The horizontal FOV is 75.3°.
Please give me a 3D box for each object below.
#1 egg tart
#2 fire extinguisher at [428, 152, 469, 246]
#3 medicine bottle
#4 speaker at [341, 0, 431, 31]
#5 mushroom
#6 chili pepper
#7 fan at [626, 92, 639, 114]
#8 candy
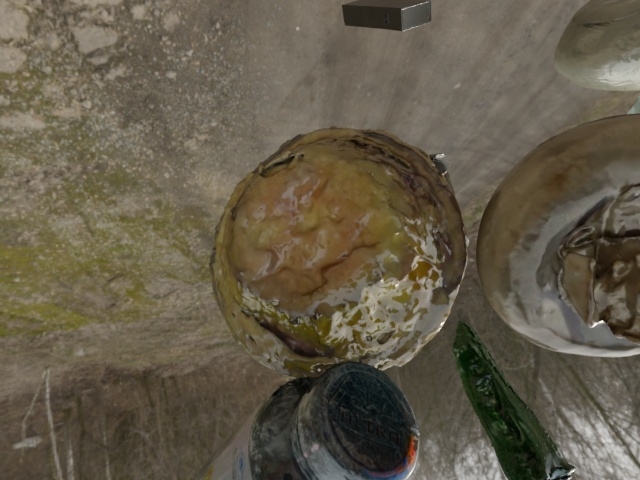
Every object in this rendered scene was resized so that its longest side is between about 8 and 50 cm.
[{"bbox_3d":[0.000,0.000,0.510,0.351,0.353,0.150,-23,161,10],"label":"egg tart"},{"bbox_3d":[0.269,-0.098,0.918,0.089,0.268,0.072,5,145,-13],"label":"fire extinguisher"},{"bbox_3d":[-0.028,0.233,0.415,0.141,0.142,0.293,0,140,-39],"label":"medicine bottle"},{"bbox_3d":[0.139,-0.497,0.907,0.082,0.218,0.044,-26,129,-19],"label":"speaker"},{"bbox_3d":[0.256,0.008,0.359,0.226,0.227,0.178,-21,-160,5],"label":"mushroom"},{"bbox_3d":[0.239,0.207,0.556,0.088,0.227,0.059,-1,138,-19],"label":"chili pepper"},{"bbox_3d":[0.499,-0.192,0.625,0.309,0.010,0.182,-21,120,35],"label":"fan"},{"bbox_3d":[0.613,-0.389,0.802,0.295,0.296,0.185,-27,118,20],"label":"candy"}]
